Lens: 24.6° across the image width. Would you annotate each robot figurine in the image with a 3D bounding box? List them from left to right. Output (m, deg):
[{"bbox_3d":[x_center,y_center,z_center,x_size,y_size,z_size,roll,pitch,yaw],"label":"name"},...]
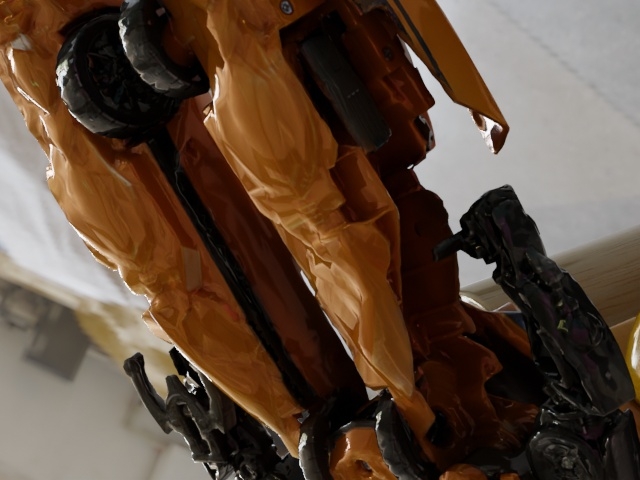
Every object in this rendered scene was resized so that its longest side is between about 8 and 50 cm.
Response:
[{"bbox_3d":[0.000,0.000,0.516,0.211,0.085,0.291,-22,103,47],"label":"robot figurine"}]

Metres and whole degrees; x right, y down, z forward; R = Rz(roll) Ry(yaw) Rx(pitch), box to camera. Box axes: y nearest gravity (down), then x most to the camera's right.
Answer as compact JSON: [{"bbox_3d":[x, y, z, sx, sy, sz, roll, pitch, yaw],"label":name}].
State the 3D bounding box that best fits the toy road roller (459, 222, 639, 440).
[{"bbox_3d":[0.181,0.060,0.594,0.329,0.202,0.241,46,147,47],"label":"toy road roller"}]
